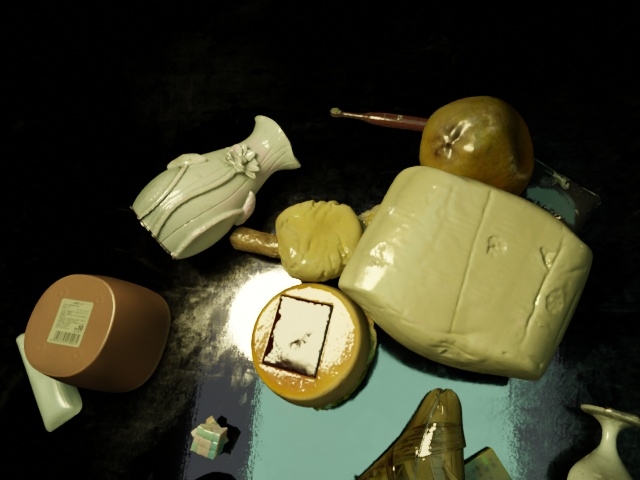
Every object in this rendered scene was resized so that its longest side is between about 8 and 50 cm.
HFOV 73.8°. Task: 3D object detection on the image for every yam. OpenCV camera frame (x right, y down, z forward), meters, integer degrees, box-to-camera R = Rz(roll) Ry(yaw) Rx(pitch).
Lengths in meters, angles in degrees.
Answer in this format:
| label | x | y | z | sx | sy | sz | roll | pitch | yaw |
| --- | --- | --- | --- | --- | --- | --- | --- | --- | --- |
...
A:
| label | x | y | z | sx | sy | sz | roll | pitch | yaw |
| --- | --- | --- | --- | --- | --- | --- | --- | --- | --- |
| yam | -0.071 | 0.017 | 1.147 | 0.357 | 0.081 | 0.081 | 10 | 71 | 14 |

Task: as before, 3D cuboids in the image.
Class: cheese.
| label | x | y | z | sx | sy | sz | roll | pitch | yaw |
| --- | --- | --- | --- | --- | --- | --- | --- | --- | --- |
| cheese | 0.000 | 0.000 | 1.033 | 0.214 | 0.117 | 0.226 | -11 | 51 | -10 |

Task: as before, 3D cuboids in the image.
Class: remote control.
| label | x | y | z | sx | sy | sz | roll | pitch | yaw |
| --- | --- | --- | --- | --- | --- | --- | --- | --- | --- |
| remote control | -0.734 | 0.354 | 1.141 | 0.103 | 0.051 | 0.293 | -35 | 66 | -4 |

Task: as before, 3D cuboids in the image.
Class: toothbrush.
| label | x | y | z | sx | sy | sz | roll | pitch | yaw |
| --- | --- | --- | --- | --- | --- | --- | --- | --- | --- |
| toothbrush | 0.204 | -0.358 | 1.267 | 0.364 | 0.041 | 0.041 | 12 | 71 | 14 |

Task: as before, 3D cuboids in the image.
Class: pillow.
| label | x | y | z | sx | sy | sz | roll | pitch | yaw |
| --- | --- | --- | --- | --- | --- | --- | --- | --- | --- |
| pillow | 0.594 | -0.115 | 1.099 | 0.208 | 0.055 | 0.141 | 36 | 87 | 21 |

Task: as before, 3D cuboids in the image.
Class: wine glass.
| label | x | y | z | sx | sy | sz | roll | pitch | yaw |
| --- | --- | --- | --- | --- | --- | --- | --- | --- | --- |
| wine glass | 0.561 | 0.460 | 0.841 | 0.126 | 0.126 | 0.241 | 18 | 71 | 16 |

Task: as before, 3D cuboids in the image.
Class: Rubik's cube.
| label | x | y | z | sx | sy | sz | roll | pitch | yaw |
| --- | --- | --- | --- | --- | --- | --- | --- | --- | --- |
| Rubik's cube | -0.260 | 0.464 | 1.009 | 0.084 | 0.073 | 0.075 | 32 | 94 | 15 |

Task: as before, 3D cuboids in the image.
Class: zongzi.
| label | x | y | z | sx | sy | sz | roll | pitch | yaw |
| --- | --- | --- | --- | --- | --- | --- | --- | --- | --- |
| zongzi | 0.192 | 0.437 | 0.932 | 0.242 | 0.112 | 0.221 | -8 | 53 | 27 |

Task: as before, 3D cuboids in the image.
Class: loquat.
| label | x | y | z | sx | sy | sz | roll | pitch | yaw |
| --- | --- | --- | --- | --- | --- | --- | --- | --- | --- |
| loquat | 0.370 | -0.206 | 1.048 | 0.276 | 0.284 | 0.276 | -13 | 72 | 43 |

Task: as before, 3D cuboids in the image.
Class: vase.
| label | x | y | z | sx | sy | sz | roll | pitch | yaw |
| --- | --- | --- | --- | --- | --- | --- | --- | --- | --- |
| vase | -0.271 | -0.153 | 1.166 | 0.445 | 0.250 | 0.250 | -40 | 68 | -13 |

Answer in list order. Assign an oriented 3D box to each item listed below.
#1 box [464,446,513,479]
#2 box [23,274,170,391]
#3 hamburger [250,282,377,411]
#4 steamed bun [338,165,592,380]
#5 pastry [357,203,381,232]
| label | x | y | z | sx | sy | sz | roll | pitch | yaw |
| --- | --- | --- | --- | --- | --- | --- | --- | --- | --- |
| box | 0.364 | 0.556 | 0.887 | 0.121 | 0.030 | 0.193 | -30 | 66 | -3 |
| box | -0.562 | 0.230 | 1.074 | 0.301 | 0.216 | 0.301 | -3 | 70 | 9 |
| hamburger | -0.017 | 0.244 | 0.993 | 0.300 | 0.176 | 0.300 | -4 | 70 | 12 |
| steamed bun | 0.298 | 0.084 | 0.941 | 0.456 | 0.290 | 0.371 | 28 | 82 | 3 |
| pastry | 0.195 | -0.061 | 1.123 | 0.258 | 0.089 | 0.121 | -32 | 57 | -3 |
